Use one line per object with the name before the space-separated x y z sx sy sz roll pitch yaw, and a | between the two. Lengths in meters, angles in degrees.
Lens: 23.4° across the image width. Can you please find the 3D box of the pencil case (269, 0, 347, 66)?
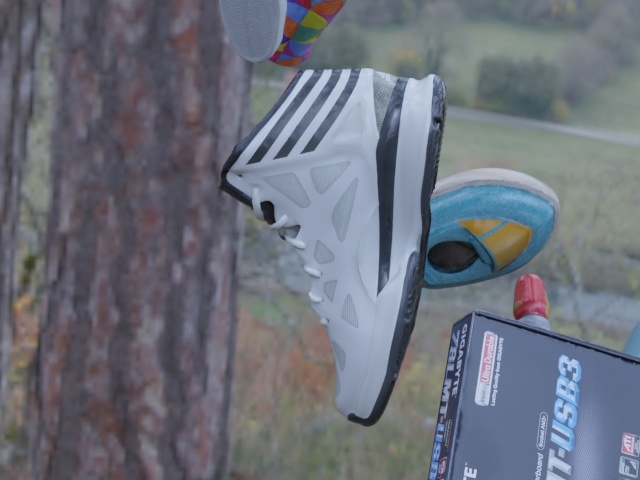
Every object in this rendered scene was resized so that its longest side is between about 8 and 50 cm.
pencil case | -0.018 -0.356 2.328 0.104 0.236 0.104 11 62 -21

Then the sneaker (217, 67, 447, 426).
sneaker | 0.000 -0.001 1.894 0.257 0.448 0.169 9 17 7

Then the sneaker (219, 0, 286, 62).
sneaker | -0.062 -0.407 2.164 0.108 0.293 0.169 14 32 27

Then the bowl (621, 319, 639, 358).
bowl | 0.506 0.177 1.972 0.311 0.311 0.163 8 67 1

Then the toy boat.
toy boat | 0.257 0.036 2.289 0.267 0.318 0.148 -23 37 24

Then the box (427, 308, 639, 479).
box | 0.265 0.254 1.682 0.293 0.073 0.296 18 66 -14
